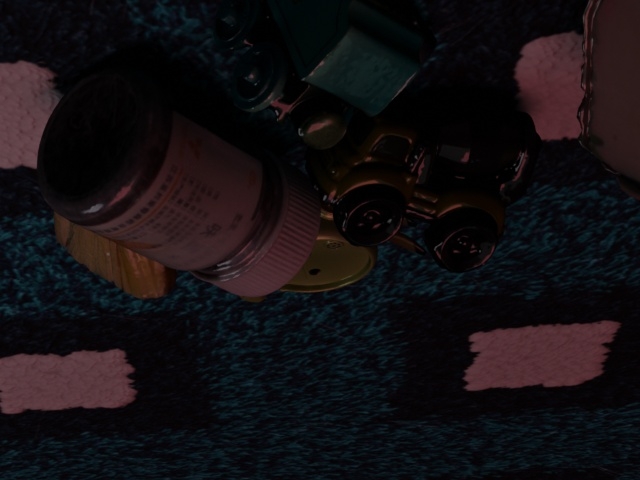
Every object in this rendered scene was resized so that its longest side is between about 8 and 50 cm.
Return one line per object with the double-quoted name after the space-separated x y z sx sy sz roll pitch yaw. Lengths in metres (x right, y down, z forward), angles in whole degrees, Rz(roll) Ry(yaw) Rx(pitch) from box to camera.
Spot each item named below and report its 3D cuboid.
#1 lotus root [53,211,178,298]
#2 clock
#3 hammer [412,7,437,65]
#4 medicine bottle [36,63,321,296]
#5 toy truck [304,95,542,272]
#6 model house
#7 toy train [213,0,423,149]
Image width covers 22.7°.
-0.216 -0.015 1.755 0.159 0.095 0.135 33 150 16 "lotus root"
0.000 0.000 1.822 0.232 0.069 0.170 -9 152 8 "clock"
0.019 -0.231 1.428 0.137 0.037 0.290 -19 148 24 "hammer"
-0.137 -0.053 1.601 0.165 0.165 0.273 -23 146 31 "medicine bottle"
0.106 -0.081 1.639 0.224 0.147 0.165 13 123 -25 "toy truck"
0.394 -0.170 1.471 0.237 0.202 0.237 -17 121 -26 "model house"
-0.004 -0.174 1.306 0.107 0.198 0.154 24 124 -39 "toy train"
